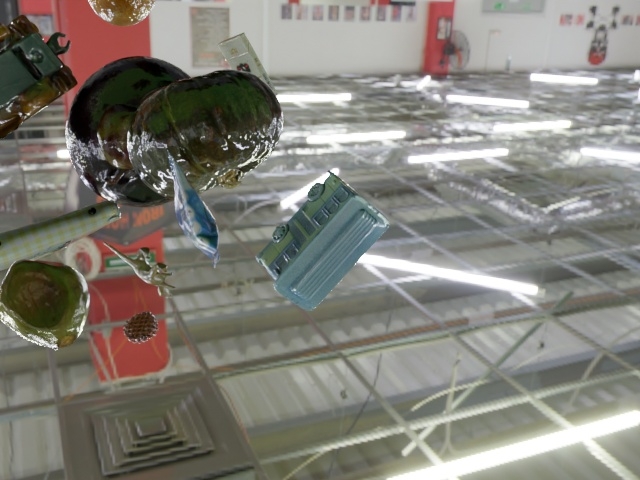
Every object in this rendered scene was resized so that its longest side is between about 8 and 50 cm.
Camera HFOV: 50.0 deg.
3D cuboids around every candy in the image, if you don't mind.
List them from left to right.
[{"bbox_3d":[-0.148,-0.033,0.793,0.038,0.136,0.088,-25,178,-11],"label":"candy"}]

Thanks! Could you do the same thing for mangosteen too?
[{"bbox_3d":[-0.339,-0.210,1.367,0.307,0.306,0.347,-12,-165,-33],"label":"mangosteen"}]

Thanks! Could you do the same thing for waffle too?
[{"bbox_3d":[-0.394,0.189,1.506,0.075,0.029,0.083,-34,-133,-18],"label":"waffle"}]

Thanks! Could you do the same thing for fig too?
[{"bbox_3d":[-0.457,0.105,1.145,0.144,0.154,0.166,-31,-124,-28],"label":"fig"}]

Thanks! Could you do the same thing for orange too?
[{"bbox_3d":[-0.545,-0.691,1.873,0.206,0.206,0.206,2,-159,-1],"label":"orange"}]

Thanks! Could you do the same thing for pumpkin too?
[{"bbox_3d":[-0.155,-0.142,0.946,0.224,0.157,0.223,-27,-177,1],"label":"pumpkin"}]

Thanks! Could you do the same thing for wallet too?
[{"bbox_3d":[-0.611,-0.007,1.513,0.310,0.077,0.223,-22,179,-27],"label":"wallet"}]

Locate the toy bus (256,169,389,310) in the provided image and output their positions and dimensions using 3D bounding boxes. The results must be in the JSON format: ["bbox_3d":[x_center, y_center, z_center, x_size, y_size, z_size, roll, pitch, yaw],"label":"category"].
[{"bbox_3d":[0.000,0.000,1.749,0.152,0.312,0.190,37,-172,-36],"label":"toy bus"}]

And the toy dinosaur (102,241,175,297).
[{"bbox_3d":[-0.382,0.063,1.455,0.162,0.126,0.039,18,-131,-4],"label":"toy dinosaur"}]

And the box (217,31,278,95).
[{"bbox_3d":[-0.176,-0.415,1.667,0.090,0.167,0.024,-3,-144,46],"label":"box"}]

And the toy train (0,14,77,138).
[{"bbox_3d":[-0.619,-0.268,1.266,0.369,0.163,0.232,-45,-159,-25],"label":"toy train"}]
